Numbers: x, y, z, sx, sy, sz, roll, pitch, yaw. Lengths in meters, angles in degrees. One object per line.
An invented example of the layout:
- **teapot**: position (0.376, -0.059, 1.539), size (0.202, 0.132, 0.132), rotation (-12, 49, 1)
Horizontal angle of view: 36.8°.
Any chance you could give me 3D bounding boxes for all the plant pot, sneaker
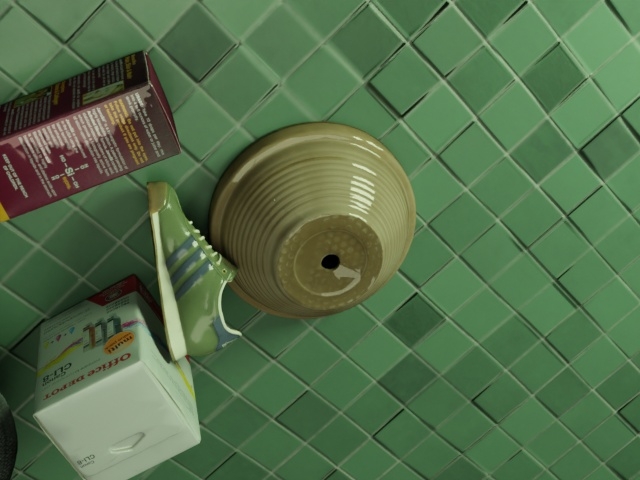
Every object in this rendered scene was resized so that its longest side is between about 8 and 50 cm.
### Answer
- **plant pot**: position (0.000, 0.000, 1.050), size (0.237, 0.110, 0.237), rotation (-6, 120, -11)
- **sneaker**: position (-0.132, 0.028, 1.027), size (0.086, 0.064, 0.192), rotation (-8, 88, -9)

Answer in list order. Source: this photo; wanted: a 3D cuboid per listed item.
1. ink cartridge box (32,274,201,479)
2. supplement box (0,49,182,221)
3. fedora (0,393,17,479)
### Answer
- **ink cartridge box**: position (-0.219, 0.151, 1.037), size (0.128, 0.176, 0.127), rotation (-28, 120, 1)
- **supplement box**: position (-0.239, -0.104, 0.939), size (0.188, 0.104, 0.081), rotation (-21, 121, -2)
- **fedora**: position (-0.485, 0.194, 1.008), size (0.334, 0.152, 0.334), rotation (-5, 119, -10)
